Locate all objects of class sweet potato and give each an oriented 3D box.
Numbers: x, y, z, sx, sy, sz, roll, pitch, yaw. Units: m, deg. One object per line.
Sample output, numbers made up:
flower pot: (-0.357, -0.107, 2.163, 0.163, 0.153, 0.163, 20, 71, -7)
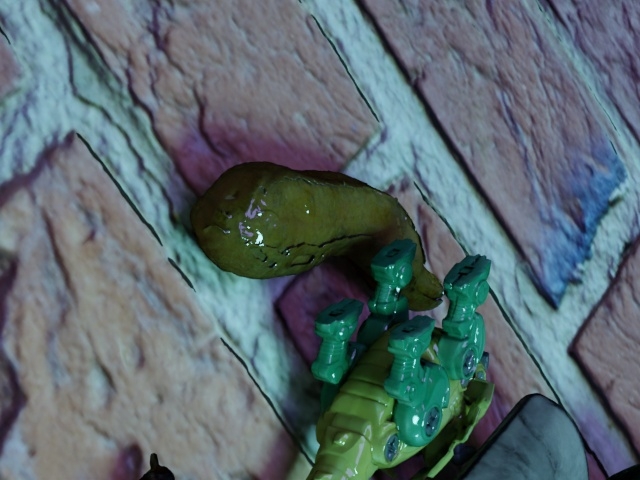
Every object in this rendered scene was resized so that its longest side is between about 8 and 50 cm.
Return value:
sweet potato: (0.001, -0.006, 1.236, 0.233, 0.062, 0.081, 13, 77, -50)

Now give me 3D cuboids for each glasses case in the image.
glasses case: (0.086, 0.212, 1.205, 0.299, 0.060, 0.114, -40, 129, -52)

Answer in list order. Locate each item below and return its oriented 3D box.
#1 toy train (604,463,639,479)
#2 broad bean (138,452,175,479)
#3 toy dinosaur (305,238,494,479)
toy train: (0.222, 0.281, 1.295, 0.178, 0.138, 0.330, 51, 39, -13)
broad bean: (-0.099, 0.253, 0.979, 0.077, 0.061, 0.339, 43, 42, -45)
toy dinosaur: (0.037, 0.101, 1.187, 0.259, 0.094, 0.153, -32, 125, -50)
